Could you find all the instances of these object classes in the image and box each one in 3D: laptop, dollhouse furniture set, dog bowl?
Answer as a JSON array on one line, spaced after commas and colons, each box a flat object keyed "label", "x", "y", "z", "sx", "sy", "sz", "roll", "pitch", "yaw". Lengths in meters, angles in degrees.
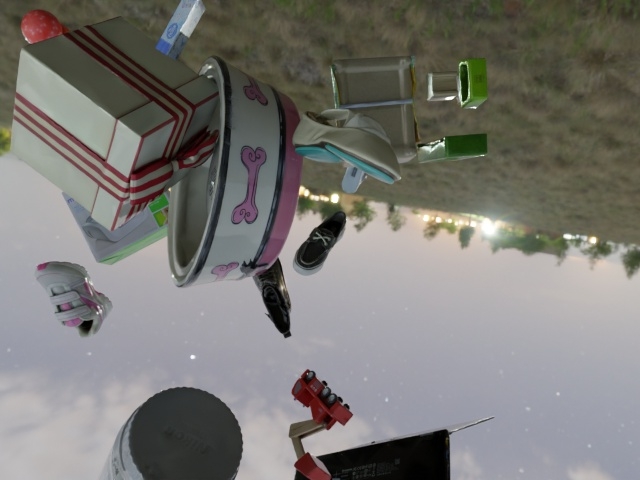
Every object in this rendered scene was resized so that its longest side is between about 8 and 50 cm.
[{"label": "laptop", "x": 0.154, "y": 0.539, "z": 1.135, "sx": 0.382, "sy": 0.408, "sz": 0.236, "roll": -26, "pitch": 123, "yaw": 31}, {"label": "dollhouse furniture set", "x": 0.162, "y": -0.253, "z": 1.072, "sx": 0.302, "sy": 0.197, "sz": 0.151, "roll": -5, "pitch": -173, "yaw": -8}, {"label": "dog bowl", "x": -0.163, "y": -0.111, "z": 0.976, "sx": 0.150, "sy": 0.407, "sz": 0.408, "roll": 8, "pitch": -175, "yaw": -26}]

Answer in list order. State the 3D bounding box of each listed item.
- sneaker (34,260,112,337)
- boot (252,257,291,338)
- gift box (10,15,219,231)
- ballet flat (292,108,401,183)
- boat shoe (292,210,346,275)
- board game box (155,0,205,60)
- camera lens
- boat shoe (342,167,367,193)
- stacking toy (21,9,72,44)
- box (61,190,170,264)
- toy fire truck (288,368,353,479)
[{"label": "sneaker", "x": -0.605, "y": 0.149, "z": 1.320, "sx": 0.103, "sy": 0.111, "sz": 0.252, "roll": -17, "pitch": 136, "yaw": 9}, {"label": "boot", "x": -0.127, "y": 0.109, "z": 1.364, "sx": 0.091, "sy": 0.263, "sz": 0.229, "roll": -25, "pitch": 180, "yaw": -4}, {"label": "gift box", "x": -0.337, "y": -0.186, "z": 0.934, "sx": 0.258, "sy": 0.276, "sz": 0.255, "roll": 36, "pitch": -134, "yaw": 1}, {"label": "ballet flat", "x": 0.036, "y": -0.141, "z": 0.740, "sx": 0.086, "sy": 0.086, "sz": 0.248, "roll": 6, "pitch": -167, "yaw": -33}, {"label": "boat shoe", "x": 0.000, "y": 0.000, "z": 1.356, "sx": 0.078, "sy": 0.070, "sz": 0.219, "roll": 28, "pitch": -133, "yaw": 10}, {"label": "board game box", "x": -0.196, "y": -0.302, "z": 0.760, "sx": 0.020, "sy": 0.090, "sz": 0.090, "roll": 31, "pitch": -172, "yaw": -12}, {"label": "camera lens", "x": -0.281, "y": 0.423, "z": 0.981, "sx": 0.219, "sy": 0.274, "sz": 0.219, "roll": 20, "pitch": -142, "yaw": -17}, {"label": "boat shoe", "x": 0.117, "y": -0.228, "z": 1.558, "sx": 0.065, "sy": 0.183, "sz": 0.083, "roll": 29, "pitch": -149, "yaw": 7}, {"label": "stacking toy", "x": -0.673, "y": -0.503, "z": 1.429, "sx": 0.141, "sy": 0.141, "sz": 0.330, "roll": 9, "pitch": 178, "yaw": 1}, {"label": "box", "x": -0.565, "y": -0.090, "z": 1.569, "sx": 0.262, "sy": 0.231, "sz": 0.127, "roll": -27, "pitch": 176, "yaw": -6}, {"label": "toy fire truck", "x": -0.014, "y": 0.332, "z": 0.977, "sx": 0.047, "sy": 0.135, "sz": 0.192, "roll": 48, "pitch": 171, "yaw": -31}]
